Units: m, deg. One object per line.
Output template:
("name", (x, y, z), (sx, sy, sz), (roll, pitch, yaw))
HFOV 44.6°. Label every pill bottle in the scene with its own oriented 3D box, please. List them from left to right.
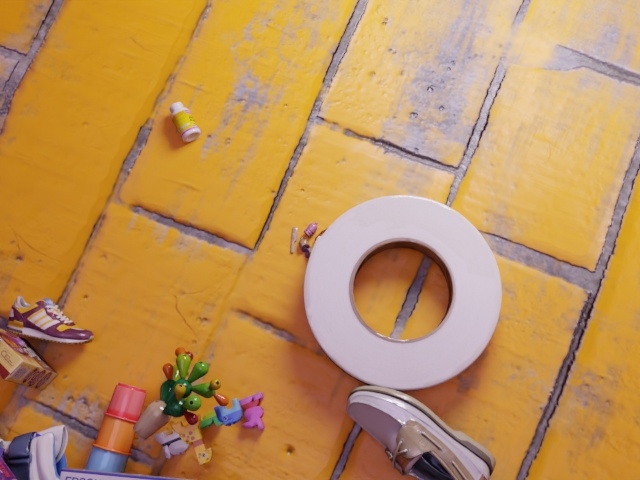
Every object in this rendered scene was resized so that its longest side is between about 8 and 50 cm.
("pill bottle", (-0.295, -0.257, 1.690), (0.043, 0.043, 0.083), (-29, 76, -3))

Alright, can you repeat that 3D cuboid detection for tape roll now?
("tape roll", (0.158, 0.102, 1.544), (0.391, 0.072, 0.392), (0, 78, 2))

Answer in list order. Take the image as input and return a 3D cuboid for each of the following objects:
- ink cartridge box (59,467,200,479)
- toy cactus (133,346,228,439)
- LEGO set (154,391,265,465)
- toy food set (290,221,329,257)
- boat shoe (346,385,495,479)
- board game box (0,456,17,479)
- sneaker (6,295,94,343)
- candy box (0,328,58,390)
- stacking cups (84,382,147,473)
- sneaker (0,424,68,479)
("ink cartridge box", (-0.336, 0.575, 1.378), (0.303, 0.072, 0.307), (3, 68, 8))
("toy cactus", (-0.274, 0.303, 1.484), (0.180, 0.219, 0.112), (-46, 120, -6))
("LEGO set", (-0.209, 0.377, 1.507), (0.227, 0.087, 0.093), (-22, 75, 0))
("toy food set", (0.000, 0.000, 1.616), (0.122, 0.019, 0.078), (3, 77, 5))
("boat shoe", (0.175, 0.378, 1.449), (0.302, 0.113, 0.103), (27, 45, 10))
("board game box", (-0.653, 0.548, 1.411), (0.347, 0.056, 0.208), (-43, 83, 17))
("sneaker", (-0.548, 0.162, 1.595), (0.185, 0.069, 0.084), (9, 82, 6))
("candy box", (-0.593, 0.230, 1.521), (0.109, 0.187, 0.053), (41, 80, 13))
("stacking cups", (-0.409, 0.436, 1.505), (0.096, 0.096, 0.316), (16, 78, 8))
("sneaker", (-0.613, 0.401, 1.518), (0.236, 0.130, 0.323), (-35, 75, -10))
